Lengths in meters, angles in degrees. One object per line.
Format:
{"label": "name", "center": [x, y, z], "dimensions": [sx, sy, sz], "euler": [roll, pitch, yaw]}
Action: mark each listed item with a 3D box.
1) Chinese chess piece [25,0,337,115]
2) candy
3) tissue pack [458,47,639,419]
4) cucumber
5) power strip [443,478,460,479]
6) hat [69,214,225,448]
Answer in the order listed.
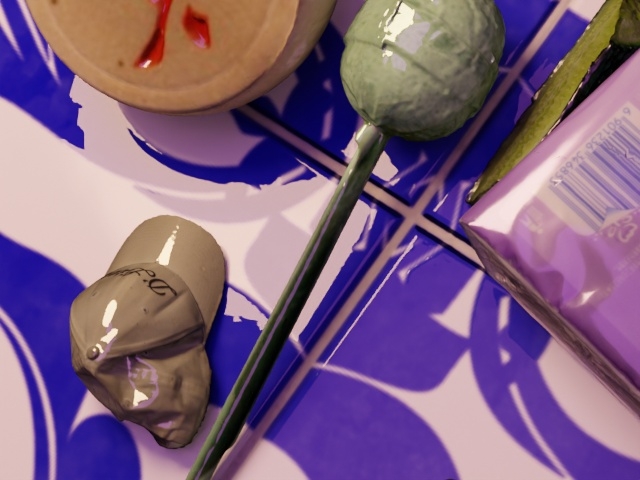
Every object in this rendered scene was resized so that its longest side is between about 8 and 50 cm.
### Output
{"label": "Chinese chess piece", "center": [-0.104, -0.216, 1.282], "dimensions": [0.250, 0.103, 0.250], "euler": [8, 115, 18]}
{"label": "candy", "center": [0.000, 0.000, 1.260], "dimensions": [0.119, 0.119, 0.440], "euler": [28, 88, 20]}
{"label": "tissue pack", "center": [0.299, -0.034, 1.155], "dimensions": [0.338, 0.160, 0.242], "euler": [-43, 70, -2]}
{"label": "cucumber", "center": [0.190, -0.107, 1.259], "dimensions": [0.046, 0.070, 0.220], "euler": [35, 85, -9]}
{"label": "power strip", "center": [0.104, 0.294, 1.151], "dimensions": [0.105, 0.070, 0.256], "euler": [10, 74, 19]}
{"label": "hat", "center": [-0.124, 0.058, 1.283], "dimensions": [0.122, 0.081, 0.166], "euler": [17, 68, 16]}
